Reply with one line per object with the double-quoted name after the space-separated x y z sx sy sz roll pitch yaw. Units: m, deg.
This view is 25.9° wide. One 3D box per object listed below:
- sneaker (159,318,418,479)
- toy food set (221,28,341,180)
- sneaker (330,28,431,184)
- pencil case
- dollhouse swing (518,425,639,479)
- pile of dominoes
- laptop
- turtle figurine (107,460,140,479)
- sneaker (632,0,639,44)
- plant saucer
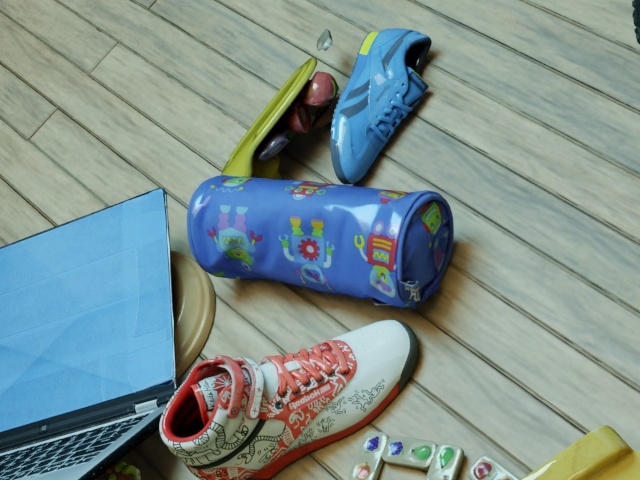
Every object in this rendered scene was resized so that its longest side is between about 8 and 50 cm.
-0.035 0.150 1.411 0.270 0.145 0.090 -35 48 6 "sneaker"
-0.026 -0.143 1.646 0.218 0.071 0.128 -52 10 4 "toy food set"
0.073 -0.159 1.609 0.082 0.069 0.209 5 62 30 "sneaker"
0.000 0.000 1.513 0.306 0.133 0.119 7 24 34 "pencil case"
0.339 0.319 1.065 0.305 0.315 0.347 -19 47 -23 "dollhouse swing"
0.074 0.295 1.301 0.196 0.040 0.251 2 58 37 "pile of dominoes"
-0.373 0.150 1.535 0.382 0.236 0.408 -19 7 26 "laptop"
-0.185 0.346 1.411 0.217 0.087 0.269 -7 48 19 "turtle figurine"
0.390 -0.218 1.456 0.086 0.085 0.237 -11 46 -7 "sneaker"
-0.218 0.094 1.636 0.200 0.037 0.200 -16 52 23 "plant saucer"
